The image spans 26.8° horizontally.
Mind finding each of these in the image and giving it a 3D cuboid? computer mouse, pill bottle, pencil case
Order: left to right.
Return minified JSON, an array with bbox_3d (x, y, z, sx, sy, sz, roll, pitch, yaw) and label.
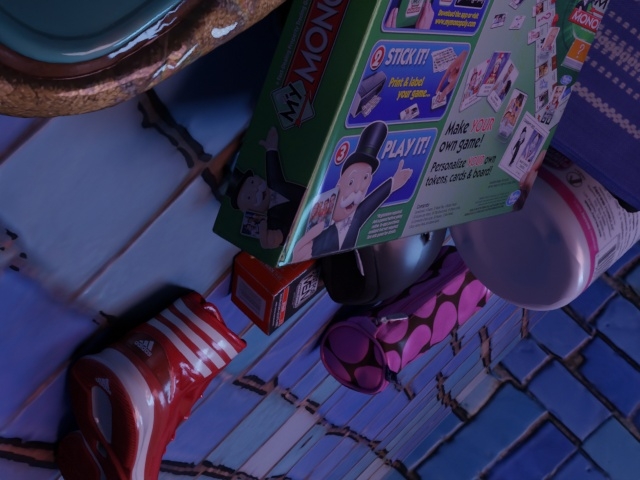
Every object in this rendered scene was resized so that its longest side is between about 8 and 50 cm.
[{"bbox_3d":[0.026,-0.019,0.871,0.184,0.060,0.262,-36,149,-32],"label":"computer mouse"},{"bbox_3d":[0.096,0.076,1.388,0.209,0.095,0.098,-36,147,-44],"label":"pencil case"},{"bbox_3d":[0.270,-0.068,1.337,0.283,0.160,0.160,-37,163,-33],"label":"pill bottle"}]

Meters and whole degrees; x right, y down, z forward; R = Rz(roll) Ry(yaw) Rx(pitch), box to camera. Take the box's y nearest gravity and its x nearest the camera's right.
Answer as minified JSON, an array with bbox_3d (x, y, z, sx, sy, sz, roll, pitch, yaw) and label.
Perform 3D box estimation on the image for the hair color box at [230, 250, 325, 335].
[{"bbox_3d":[0.000,0.000,0.983,0.141,0.043,0.072,-41,163,-23],"label":"hair color box"}]

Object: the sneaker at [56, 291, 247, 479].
[{"bbox_3d":[-0.105,0.119,0.925,0.128,0.087,0.221,-36,164,-31],"label":"sneaker"}]

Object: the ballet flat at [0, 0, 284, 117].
[{"bbox_3d":[0.002,-0.159,0.447,0.348,0.123,0.123,-42,165,-19],"label":"ballet flat"}]

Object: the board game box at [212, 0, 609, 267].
[{"bbox_3d":[0.077,-0.106,0.751,0.317,0.046,0.213,-12,126,-60],"label":"board game box"}]

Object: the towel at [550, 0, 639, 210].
[{"bbox_3d":[0.266,-0.184,0.898,0.336,0.243,0.040,-52,-167,21],"label":"towel"}]

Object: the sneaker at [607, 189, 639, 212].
[{"bbox_3d":[0.410,-0.156,1.254,0.482,0.202,0.185,-25,166,-21],"label":"sneaker"}]
